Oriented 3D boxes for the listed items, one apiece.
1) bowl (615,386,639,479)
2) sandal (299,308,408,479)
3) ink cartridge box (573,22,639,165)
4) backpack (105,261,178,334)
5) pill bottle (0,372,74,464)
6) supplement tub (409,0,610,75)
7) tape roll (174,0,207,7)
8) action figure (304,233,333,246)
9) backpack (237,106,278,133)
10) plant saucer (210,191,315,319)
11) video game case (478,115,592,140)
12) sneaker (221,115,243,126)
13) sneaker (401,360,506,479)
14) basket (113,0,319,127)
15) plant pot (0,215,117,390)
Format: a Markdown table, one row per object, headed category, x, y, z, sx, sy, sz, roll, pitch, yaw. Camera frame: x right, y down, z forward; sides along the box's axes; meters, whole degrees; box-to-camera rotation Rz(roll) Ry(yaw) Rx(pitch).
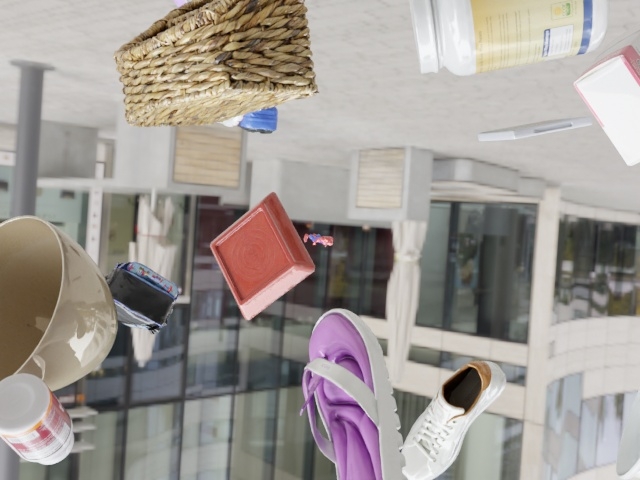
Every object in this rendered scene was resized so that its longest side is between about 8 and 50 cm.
| category | x | y | z | sx | sy | sz | roll | pitch | yaw |
| --- | --- | --- | --- | --- | --- | --- | --- | --- | --- |
| bowl | 0.572 | 0.253 | 1.099 | 0.134 | 0.298 | 0.298 | 23 | -173 | 17 |
| sandal | 0.028 | 0.242 | 1.032 | 0.102 | 0.169 | 0.416 | 16 | -150 | -25 |
| ink cartridge box | 0.658 | -0.314 | 1.484 | 0.117 | 0.207 | 0.283 | -32 | -172 | 47 |
| backpack | -0.406 | 0.122 | 1.561 | 0.158 | 0.117 | 0.173 | 34 | 158 | -23 |
| pill bottle | -0.397 | 0.254 | 1.007 | 0.086 | 0.086 | 0.152 | 4 | 144 | 4 |
| supplement tub | 0.318 | -0.417 | 1.273 | 0.316 | 0.228 | 0.228 | -9 | 179 | 8 |
| tape roll | -0.274 | -0.682 | 1.965 | 0.274 | 0.090 | 0.275 | 19 | 152 | 11 |
| action figure | 0.000 | 0.000 | 1.720 | 0.038 | 0.030 | 0.115 | 4 | -179 | -26 |
| backpack | -0.161 | -0.323 | 1.856 | 0.097 | 0.101 | 0.120 | -1 | -164 | -14 |
| plant saucer | -0.173 | 0.040 | 1.944 | 0.259 | 0.258 | 0.047 | -38 | 157 | 22 |
| video game case | 0.506 | -0.266 | 1.735 | 0.193 | 0.023 | 0.212 | -11 | -172 | -8 |
| sneaker | -0.162 | -0.290 | 1.298 | 0.111 | 0.103 | 0.252 | -9 | 155 | -40 |
| sneaker | 0.229 | 0.343 | 1.397 | 0.106 | 0.290 | 0.123 | 39 | -170 | 37 |
| basket | -0.177 | -0.298 | 1.069 | 0.213 | 0.223 | 0.299 | -10 | -175 | -42 |
| plant pot | -0.438 | 0.126 | 1.159 | 0.284 | 0.284 | 0.191 | 4 | 161 | 34 |
